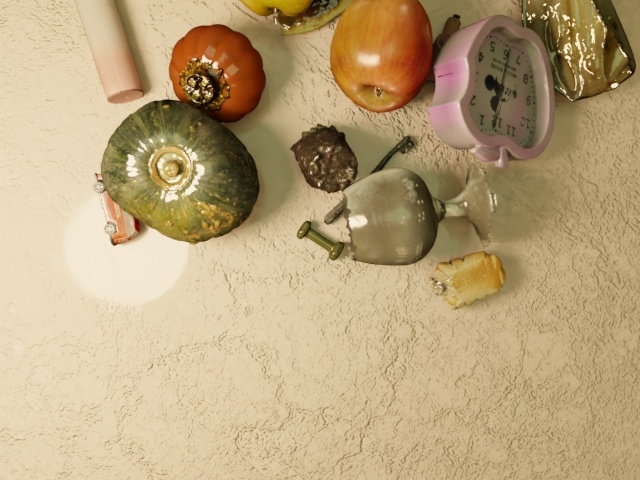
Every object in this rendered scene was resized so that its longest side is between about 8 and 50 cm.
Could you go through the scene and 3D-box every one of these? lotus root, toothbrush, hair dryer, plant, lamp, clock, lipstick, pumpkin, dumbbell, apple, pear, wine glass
[{"bbox_3d":[0.611,-0.495,1.324,0.210,0.142,0.313,-12,97,35],"label":"lotus root"},{"bbox_3d":[0.116,-0.144,1.354,0.297,0.030,0.030,-44,102,-2],"label":"toothbrush"},{"bbox_3d":[0.303,-0.477,1.334,0.064,0.117,0.181,25,65,-1],"label":"hair dryer"},{"bbox_3d":[0.011,-0.188,1.278,0.129,0.194,0.132,-24,117,0],"label":"plant"},{"bbox_3d":[-0.234,-0.374,1.256,0.223,0.196,0.223,9,127,12],"label":"lamp"},{"bbox_3d":[0.393,-0.322,1.253,0.339,0.102,0.338,-2,93,-34],"label":"clock"},{"bbox_3d":[-0.506,-0.491,1.298,0.087,0.087,0.326,-18,91,-2],"label":"lipstick"},{"bbox_3d":[-0.300,-0.140,1.224,0.328,0.257,0.291,43,99,-9],"label":"pumpkin"},{"bbox_3d":[0.000,0.000,1.343,0.118,0.046,0.052,32,84,-2],"label":"dumbbell"},{"bbox_3d":[0.144,-0.429,1.252,0.242,0.242,0.240,15,75,-2],"label":"apple"},{"bbox_3d":[-0.089,-0.587,1.230,0.267,0.267,0.178,-27,114,-2],"label":"pear"},{"bbox_3d":[0.214,-0.059,1.264,0.323,0.238,0.237,-7,91,1],"label":"wine glass"}]

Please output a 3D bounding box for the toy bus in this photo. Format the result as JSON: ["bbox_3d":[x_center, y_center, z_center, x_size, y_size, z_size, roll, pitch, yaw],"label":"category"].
[{"bbox_3d":[-0.480,-0.078,1.312,0.077,0.079,0.174,-14,91,-12],"label":"toy bus"}]

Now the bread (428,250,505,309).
[{"bbox_3d":[0.356,0.094,1.337,0.177,0.084,0.119,-18,93,-2],"label":"bread"}]

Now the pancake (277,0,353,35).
[{"bbox_3d":[0.003,-0.686,1.338,0.305,0.067,0.426,18,91,5],"label":"pancake"}]
